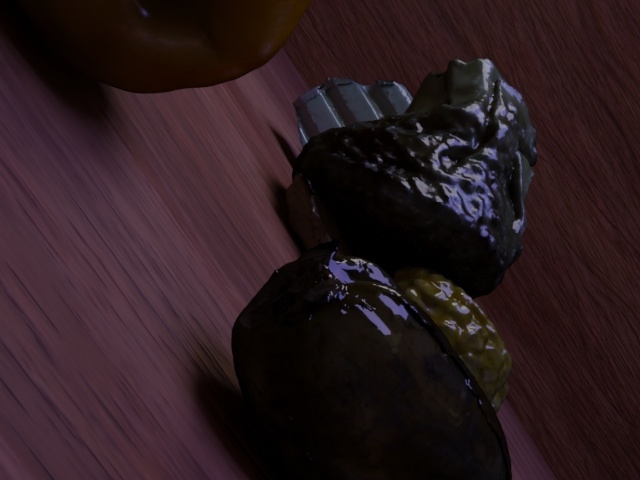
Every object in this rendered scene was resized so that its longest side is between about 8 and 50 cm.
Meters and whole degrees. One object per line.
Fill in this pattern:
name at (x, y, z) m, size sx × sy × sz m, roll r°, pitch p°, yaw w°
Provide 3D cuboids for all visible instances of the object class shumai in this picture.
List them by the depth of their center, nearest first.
shumai at (0.183, -0.118, 1.313) m, size 0.395 × 0.348 × 0.395 m, roll 34°, pitch -11°, yaw 7°

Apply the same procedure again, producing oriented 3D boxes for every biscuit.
biscuit at (0.000, 0.000, 1.199) m, size 0.183 × 0.061 × 0.118 m, roll 64°, pitch 8°, yaw 21°

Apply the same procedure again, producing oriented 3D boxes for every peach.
peach at (-0.137, -0.283, 0.690) m, size 0.289 × 0.289 × 0.307 m, roll 50°, pitch 18°, yaw -45°

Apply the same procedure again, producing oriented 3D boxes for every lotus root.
lotus root at (0.040, 0.133, 0.636) m, size 0.274 × 0.160 × 0.152 m, roll 56°, pitch -15°, yaw -22°

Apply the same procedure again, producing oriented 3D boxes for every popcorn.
popcorn at (0.168, 0.159, 1.181) m, size 0.225 × 0.174 × 0.286 m, roll 49°, pitch 0°, yaw 27°

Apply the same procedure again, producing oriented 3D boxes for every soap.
soap at (0.124, -0.106, 1.596) m, size 0.446 × 0.261 × 0.156 m, roll 59°, pitch 9°, yaw 12°
